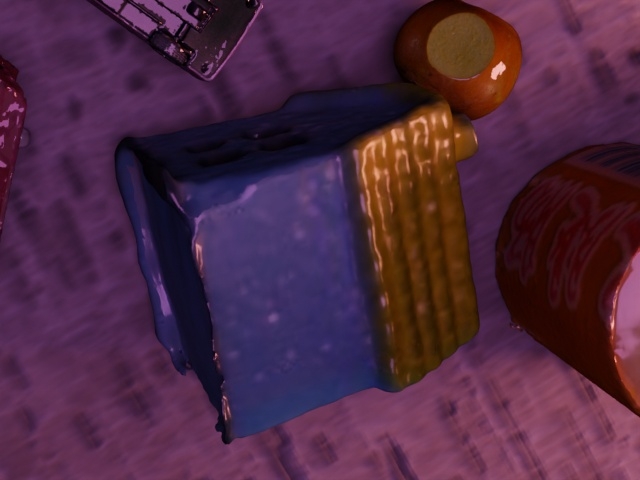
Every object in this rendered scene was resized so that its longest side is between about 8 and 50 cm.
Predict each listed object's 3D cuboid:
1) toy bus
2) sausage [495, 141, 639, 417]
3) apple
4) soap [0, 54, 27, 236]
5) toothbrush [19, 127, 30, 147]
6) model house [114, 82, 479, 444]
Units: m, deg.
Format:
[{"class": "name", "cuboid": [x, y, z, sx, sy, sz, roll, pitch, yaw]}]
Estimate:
[{"class": "toy bus", "cuboid": [-0.155, -0.225, 1.145, 0.199, 0.108, 0.096, 35, 88, -19]}, {"class": "sausage", "cuboid": [0.309, 0.037, 1.205, 0.233, 0.287, 0.233, -3, 102, -13]}, {"class": "apple", "cuboid": [0.125, -0.166, 1.223, 0.114, 0.099, 0.102, 36, 84, 9]}, {"class": "soap", "cuboid": [-0.336, -0.067, 1.124, 0.162, 0.099, 0.250, 12, 108, -17]}, {"class": "toothbrush", "cuboid": [-0.396, -0.099, 1.162, 0.288, 0.024, 0.021, 4, 102, -13]}, {"class": "model house", "cuboid": [0.000, 0.000, 1.165, 0.303, 0.215, 0.237, -15, 111, -11]}]
